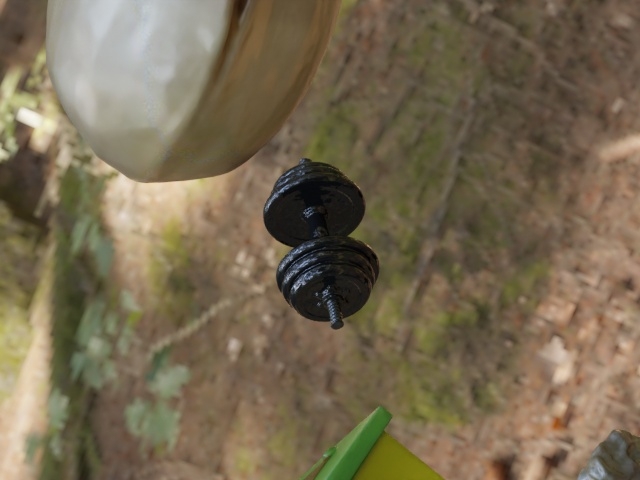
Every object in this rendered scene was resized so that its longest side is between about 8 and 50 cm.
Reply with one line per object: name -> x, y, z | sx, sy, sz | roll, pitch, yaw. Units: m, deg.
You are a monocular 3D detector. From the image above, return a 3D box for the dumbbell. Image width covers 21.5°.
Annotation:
dumbbell -> 0.000, 0.000, 1.575 | 0.099, 0.099, 0.208 | -50, 35, 35

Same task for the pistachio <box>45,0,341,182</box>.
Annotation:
pistachio -> -0.071, -0.180, 1.107 | 0.299, 0.187, 0.187 | -68, 21, 7

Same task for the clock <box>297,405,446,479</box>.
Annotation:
clock -> 0.064, 0.250, 1.003 | 0.106, 0.255, 0.220 | -52, 2, -34

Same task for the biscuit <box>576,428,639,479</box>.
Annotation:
biscuit -> 0.201, 0.145, 0.905 | 0.032, 0.250, 0.133 | 46, 126, 35
